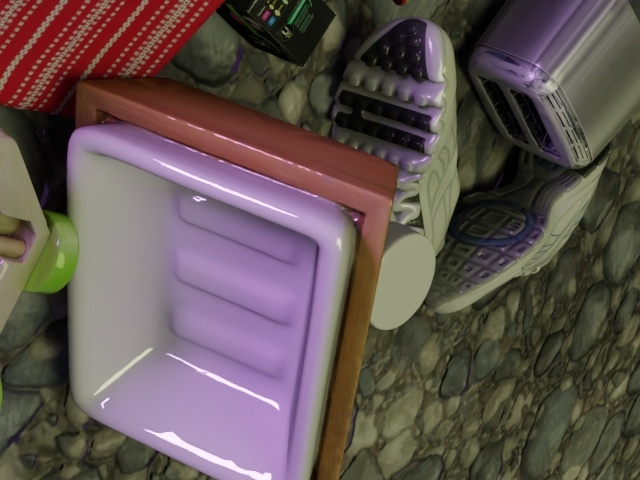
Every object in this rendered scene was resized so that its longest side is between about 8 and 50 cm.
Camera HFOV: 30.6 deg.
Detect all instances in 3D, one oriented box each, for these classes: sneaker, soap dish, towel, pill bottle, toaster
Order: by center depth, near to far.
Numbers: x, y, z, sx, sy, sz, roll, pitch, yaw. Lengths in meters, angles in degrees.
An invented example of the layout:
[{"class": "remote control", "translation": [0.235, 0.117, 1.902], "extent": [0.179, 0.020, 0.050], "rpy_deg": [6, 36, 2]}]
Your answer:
[{"class": "towel", "translation": [-0.165, -0.149, 0.705], "extent": [0.199, 0.031, 0.275], "rpy_deg": [-41, 157, 24]}, {"class": "soap dish", "translation": [-0.065, 0.036, 0.841], "extent": [0.118, 0.229, 0.290], "rpy_deg": [-50, 156, -48]}, {"class": "pill bottle", "translation": [0.000, 0.000, 0.951], "extent": [0.108, 0.180, 0.108], "rpy_deg": [-27, 130, -38]}, {"class": "sneaker", "translation": [0.079, -0.077, 1.073], "extent": [0.118, 0.110, 0.292], "rpy_deg": [-37, 144, -41]}, {"class": "toaster", "translation": [0.241, -0.177, 1.171], "extent": [0.146, 0.129, 0.227], "rpy_deg": [-52, 142, -10]}, {"class": "sneaker", "translation": [0.216, -0.006, 1.263], "extent": [0.297, 0.111, 0.129], "rpy_deg": [-38, 141, -28]}]

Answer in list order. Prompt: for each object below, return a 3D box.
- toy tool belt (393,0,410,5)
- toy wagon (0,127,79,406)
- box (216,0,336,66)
[{"class": "toy tool belt", "translation": [0.083, -0.248, 1.009], "extent": [0.051, 0.052, 0.083], "rpy_deg": [-28, 131, -26]}, {"class": "toy wagon", "translation": [-0.310, 0.070, 0.707], "extent": [0.267, 0.068, 0.344], "rpy_deg": [14, 110, -51]}, {"class": "box", "translation": [-0.041, -0.181, 0.894], "extent": [0.052, 0.062, 0.083], "rpy_deg": [-59, 142, -4]}]
